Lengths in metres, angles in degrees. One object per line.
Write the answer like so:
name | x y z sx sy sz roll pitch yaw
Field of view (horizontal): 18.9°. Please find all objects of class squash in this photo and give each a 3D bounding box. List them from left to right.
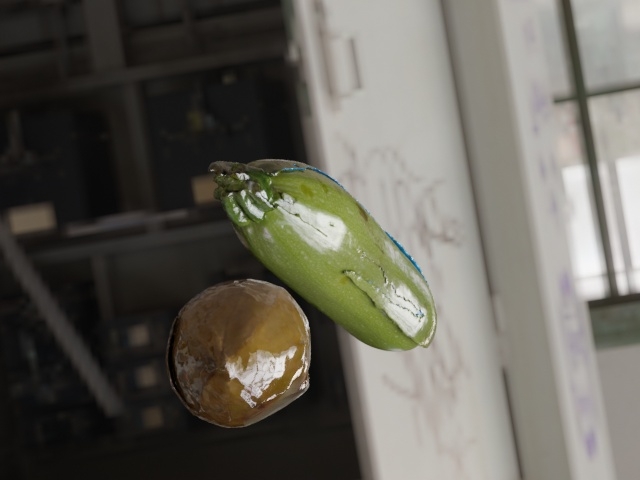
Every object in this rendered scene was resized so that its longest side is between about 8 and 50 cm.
squash | 0.000 0.000 1.452 0.094 0.094 0.341 -9 154 26

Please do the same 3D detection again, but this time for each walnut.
walnut | -0.069 0.101 1.739 0.137 0.137 0.245 -9 180 12
